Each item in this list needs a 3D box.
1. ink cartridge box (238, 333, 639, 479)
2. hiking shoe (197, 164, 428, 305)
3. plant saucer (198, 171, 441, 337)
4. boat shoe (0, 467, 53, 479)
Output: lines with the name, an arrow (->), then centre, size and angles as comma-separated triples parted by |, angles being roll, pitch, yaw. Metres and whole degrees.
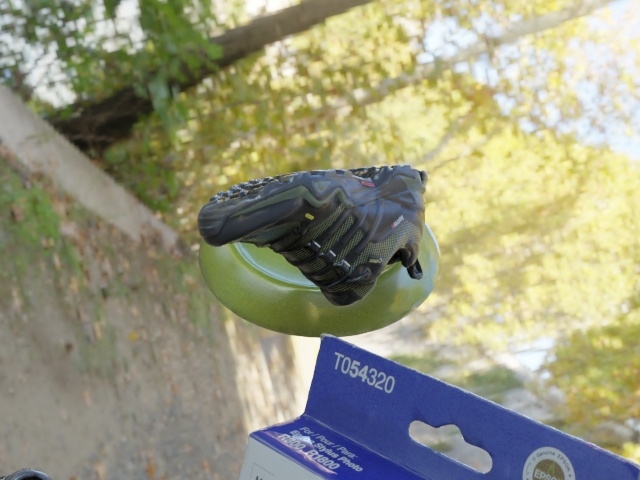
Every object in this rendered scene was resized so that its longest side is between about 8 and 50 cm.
ink cartridge box -> 0.047, 0.266, 0.850 | 0.324, 0.071, 0.330 | 17, -82, 47
hiking shoe -> 0.006, 0.000, 0.944 | 0.086, 0.227, 0.114 | -5, -88, 53
plant saucer -> 0.000, 0.000, 1.141 | 0.241, 0.241, 0.037 | -105, -167, -48
boat shoe -> -0.157, 0.217, 0.596 | 0.065, 0.075, 0.206 | 130, -40, -50
